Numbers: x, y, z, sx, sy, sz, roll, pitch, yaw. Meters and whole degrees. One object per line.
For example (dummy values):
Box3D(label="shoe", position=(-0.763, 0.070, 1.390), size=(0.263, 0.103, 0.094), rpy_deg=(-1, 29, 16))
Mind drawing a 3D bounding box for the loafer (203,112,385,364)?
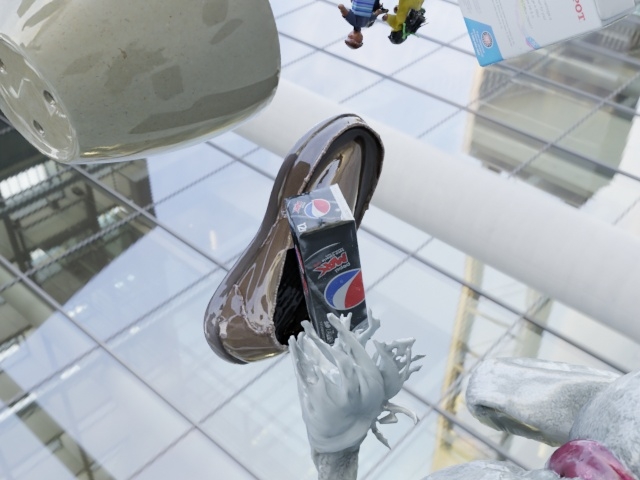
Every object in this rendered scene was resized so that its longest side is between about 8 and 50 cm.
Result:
Box3D(label="loafer", position=(0.000, 0.000, 0.942), size=(0.134, 0.130, 0.366), rpy_deg=(41, -113, -38))

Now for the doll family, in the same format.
Box3D(label="doll family", position=(0.087, -0.310, 0.997), size=(0.193, 0.076, 0.111), rpy_deg=(-4, -57, -36))

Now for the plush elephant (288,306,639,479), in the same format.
Box3D(label="plush elephant", position=(0.138, 0.169, 0.375), size=(0.255, 0.272, 0.330), rpy_deg=(-12, -84, -7))

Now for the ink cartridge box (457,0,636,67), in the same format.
Box3D(label="ink cartridge box", position=(0.171, -0.198, 0.591), size=(0.052, 0.122, 0.088), rpy_deg=(-28, -77, -31))

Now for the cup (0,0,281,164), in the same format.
Box3D(label="cup", position=(-0.245, -0.220, 0.870), size=(0.237, 0.331, 0.331), rpy_deg=(-45, -34, -31))

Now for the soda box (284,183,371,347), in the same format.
Box3D(label="soda box", position=(0.009, 0.031, 0.723), size=(0.053, 0.060, 0.169), rpy_deg=(-17, -46, -6))
